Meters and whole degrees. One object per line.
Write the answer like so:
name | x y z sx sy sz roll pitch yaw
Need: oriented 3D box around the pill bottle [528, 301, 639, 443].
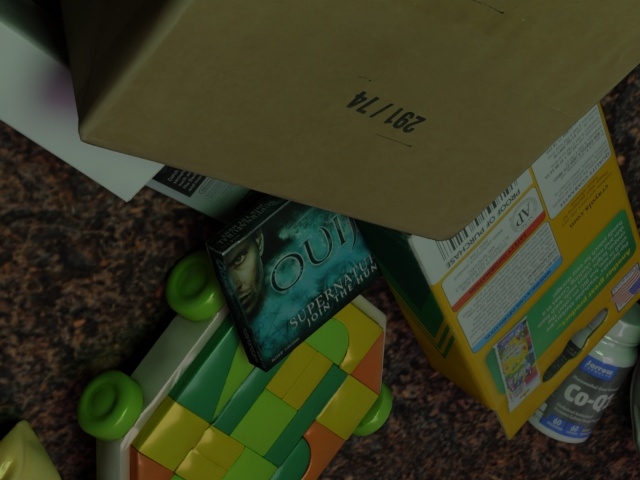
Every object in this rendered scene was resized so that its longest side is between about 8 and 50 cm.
pill bottle | 0.248 0.115 1.711 0.078 0.078 0.137 7 122 -36

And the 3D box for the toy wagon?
toy wagon | -0.085 0.171 1.526 0.344 0.068 0.267 -53 135 -3

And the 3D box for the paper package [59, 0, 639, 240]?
paper package | 0.036 -0.173 1.183 0.324 0.168 0.309 15 136 -34

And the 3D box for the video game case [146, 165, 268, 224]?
video game case | -0.056 -0.106 1.378 0.173 0.022 0.190 27 110 -43

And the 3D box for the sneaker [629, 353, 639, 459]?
sneaker | 0.335 0.141 1.713 0.169 0.108 0.293 -51 151 -54

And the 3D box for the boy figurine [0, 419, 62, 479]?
boy figurine | -0.333 0.206 1.406 0.285 0.092 0.177 -13 166 -24

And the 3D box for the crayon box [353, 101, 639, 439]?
crayon box | 0.155 0.000 1.507 0.203 0.083 0.323 -46 142 -13

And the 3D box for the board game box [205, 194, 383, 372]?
board game box | 0.000 0.000 1.434 0.186 0.026 0.126 -40 132 -25

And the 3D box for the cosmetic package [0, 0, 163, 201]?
cosmetic package | -0.204 -0.121 1.218 0.060 0.099 0.239 -45 135 9
